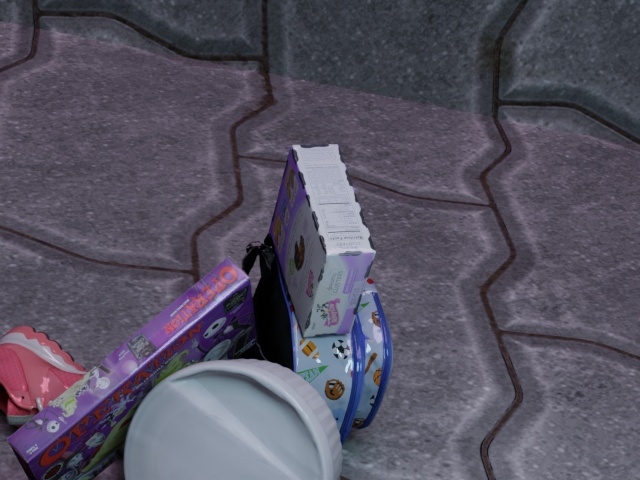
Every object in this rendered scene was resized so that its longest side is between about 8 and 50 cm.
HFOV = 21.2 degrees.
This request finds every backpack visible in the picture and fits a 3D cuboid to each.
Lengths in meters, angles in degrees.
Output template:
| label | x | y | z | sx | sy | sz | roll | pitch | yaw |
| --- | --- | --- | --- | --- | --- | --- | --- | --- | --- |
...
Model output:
| label | x | y | z | sx | sy | sz | roll | pitch | yaw |
| --- | --- | --- | --- | --- | --- | --- | --- | --- | --- |
| backpack | -0.019 | 0.172 | 2.359 | 0.213 | 0.276 | 0.263 | 5 | 39 | -9 |

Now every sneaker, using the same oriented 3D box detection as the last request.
| label | x | y | z | sx | sy | sz | roll | pitch | yaw |
| --- | --- | --- | --- | --- | --- | --- | --- | --- | --- |
| sneaker | -0.347 | 0.225 | 2.289 | 0.314 | 0.116 | 0.136 | 19 | 36 | 31 |

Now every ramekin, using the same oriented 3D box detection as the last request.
| label | x | y | z | sx | sy | sz | roll | pitch | yaw |
| --- | --- | --- | --- | --- | --- | --- | --- | --- | --- |
| ramekin | -0.096 | 0.269 | 2.107 | 0.273 | 0.273 | 0.127 | 19 | 16 | 16 |

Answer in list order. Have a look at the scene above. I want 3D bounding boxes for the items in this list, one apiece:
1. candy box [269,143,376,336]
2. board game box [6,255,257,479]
| label | x | y | z | sx | sy | sz | roll | pitch | yaw |
| --- | --- | --- | --- | --- | --- | --- | --- | --- | --- |
| candy box | 0.000 | 0.000 | 2.239 | 0.070 | 0.165 | 0.196 | -3 | 49 | -18 |
| board game box | -0.224 | 0.181 | 2.113 | 0.347 | 0.208 | 0.056 | -40 | 66 | -16 |
